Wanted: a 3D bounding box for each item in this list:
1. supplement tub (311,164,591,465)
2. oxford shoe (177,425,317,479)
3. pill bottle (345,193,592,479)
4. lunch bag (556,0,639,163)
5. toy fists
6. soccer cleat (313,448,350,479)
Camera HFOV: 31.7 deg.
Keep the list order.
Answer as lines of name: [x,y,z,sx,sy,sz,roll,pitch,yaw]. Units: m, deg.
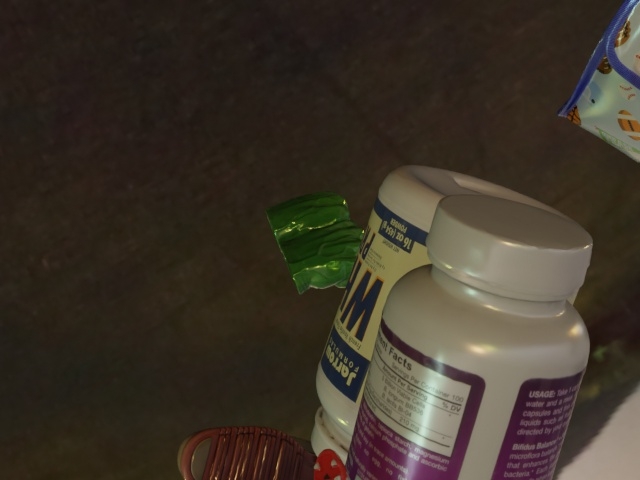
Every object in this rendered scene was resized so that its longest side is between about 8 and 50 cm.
supplement tub: [0.132,0.104,1.224,0.235,0.235,0.324,-6,118,-59]
oxford shoe: [-0.075,0.312,1.512,0.130,0.123,0.348,10,168,45]
pill bottle: [0.121,0.122,0.924,0.169,0.169,0.301,-11,120,-52]
lunch bag: [0.534,-0.224,1.493,0.239,0.328,0.385,-52,172,-21]
toy fists: [0.000,0.000,1.962,0.142,0.096,0.279,-21,-152,-3]
soccer cleat: [0.017,0.201,0.873,0.029,0.083,0.036,-22,171,25]
